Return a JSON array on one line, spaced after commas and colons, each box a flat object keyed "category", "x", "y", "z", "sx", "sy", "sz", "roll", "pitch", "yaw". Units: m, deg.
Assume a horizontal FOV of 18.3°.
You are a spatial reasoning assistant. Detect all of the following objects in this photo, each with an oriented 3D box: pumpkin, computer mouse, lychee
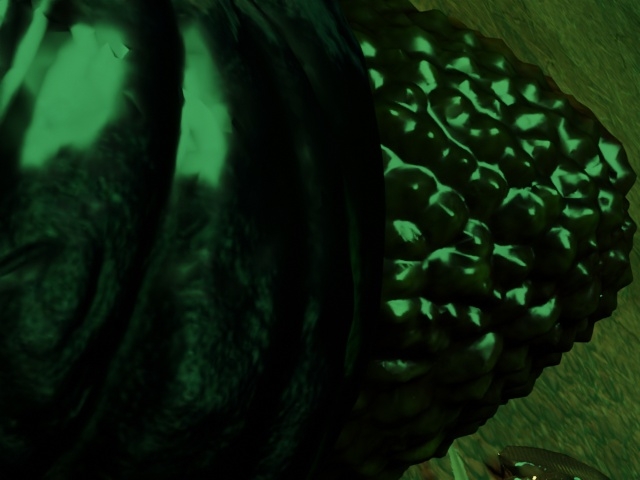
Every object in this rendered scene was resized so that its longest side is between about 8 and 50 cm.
[{"category": "pumpkin", "x": -0.152, "y": -0.033, "z": 0.572, "sx": 0.363, "sy": 0.266, "sz": 0.363, "roll": 39, "pitch": 21, "yaw": -18}, {"category": "computer mouse", "x": 0.159, "y": 0.166, "z": 1.179, "sx": 0.135, "sy": 0.047, "sz": 0.079, "roll": 39, "pitch": 24, "yaw": -23}, {"category": "lychee", "x": 0.000, "y": 0.000, "z": 0.850, "sx": 0.236, "sy": 0.271, "sz": 0.236, "roll": -9, "pitch": 90, "yaw": -90}]

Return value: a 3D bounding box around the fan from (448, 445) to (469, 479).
[{"category": "fan", "x": 0.046, "y": 0.034, "z": 1.177, "sx": 0.233, "sy": 0.012, "sz": 0.415, "roll": 38, "pitch": 26, "yaw": -39}]
